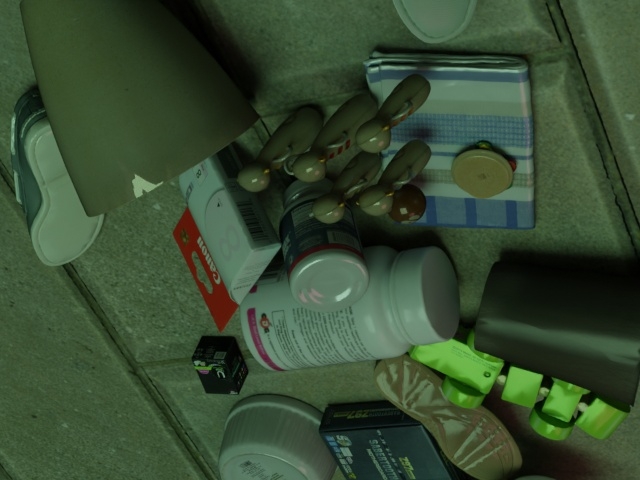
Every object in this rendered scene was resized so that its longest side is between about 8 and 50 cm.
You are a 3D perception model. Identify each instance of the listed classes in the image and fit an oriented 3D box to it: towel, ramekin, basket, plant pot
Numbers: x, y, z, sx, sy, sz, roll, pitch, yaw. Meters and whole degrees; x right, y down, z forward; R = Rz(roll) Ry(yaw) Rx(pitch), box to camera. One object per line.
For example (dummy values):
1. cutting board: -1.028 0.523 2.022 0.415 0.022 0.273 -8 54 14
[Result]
1. towel: 0.174 -0.126 1.828 0.209 0.034 0.285 3 135 15
2. ramekin: -0.072 0.364 2.335 0.207 0.109 0.207 11 135 11
3. basket: 0.334 0.113 1.917 0.227 0.154 0.204 13 139 13
4. plant pot: -0.256 -0.211 1.783 0.256 0.256 0.274 -22 104 35

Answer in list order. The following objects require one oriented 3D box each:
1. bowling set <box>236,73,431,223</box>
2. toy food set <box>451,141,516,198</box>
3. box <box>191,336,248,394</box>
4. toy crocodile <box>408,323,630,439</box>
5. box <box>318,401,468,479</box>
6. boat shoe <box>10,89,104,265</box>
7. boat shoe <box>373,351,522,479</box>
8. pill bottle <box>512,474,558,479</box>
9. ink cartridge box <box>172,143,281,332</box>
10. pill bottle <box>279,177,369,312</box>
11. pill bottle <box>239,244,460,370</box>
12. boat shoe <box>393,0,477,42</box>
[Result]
1. bowling set: 0.054 -0.075 1.772 0.200 0.154 0.287 52 147 -16
2. toy food set: 0.210 -0.088 1.815 0.083 0.020 0.083 41 131 -23
3. box: -0.160 0.201 2.251 0.062 0.052 0.083 1 133 21
4. toy crocodile: 0.289 0.195 2.050 0.341 0.105 0.115 21 117 4
5. box: 0.125 0.358 2.289 0.183 0.059 0.232 -8 130 25
6. boat shoe: -0.391 -0.089 2.055 0.099 0.116 0.319 53 156 31
7. boat shoe: 0.195 0.256 2.143 0.285 0.092 0.103 39 107 -13
8. pill bottle: 0.286 0.535 2.243 0.224 0.224 0.392 23 145 -2
9. ink cartridge box: -0.154 -0.001 1.975 0.066 0.189 0.232 -7 149 -39
10. pill bottle: 0.000 0.000 1.895 0.108 0.180 0.108 -6 132 -6
11. pill bottle: 0.043 0.094 1.995 0.283 0.160 0.160 -9 128 28
12. boat shoe: 0.105 -0.366 1.586 0.114 0.091 0.302 -19 128 -6
